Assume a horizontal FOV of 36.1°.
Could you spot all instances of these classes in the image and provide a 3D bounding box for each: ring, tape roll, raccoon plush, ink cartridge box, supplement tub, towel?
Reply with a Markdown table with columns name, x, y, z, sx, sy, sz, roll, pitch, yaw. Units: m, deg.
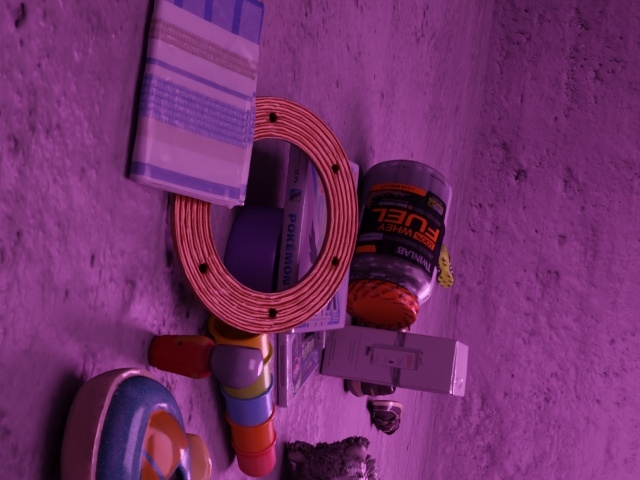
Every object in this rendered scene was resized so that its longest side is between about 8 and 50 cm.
| name | x | y | z | sx | sy | sz | roll | pitch | yaw |
| --- | --- | --- | --- | --- | --- | --- | --- | --- | --- |
| ring | -0.075 | -0.035 | 1.395 | 0.337 | 0.032 | 0.336 | -3 | 95 | -43 |
| tape roll | -0.082 | 0.040 | 1.563 | 0.189 | 0.080 | 0.189 | 5 | 90 | -73 |
| raccoon plush | 0.021 | 0.475 | 2.040 | 0.446 | 0.216 | 0.299 | -127 | -158 | -71 |
| ink cartridge box | 0.167 | 0.258 | 2.125 | 0.207 | 0.283 | 0.117 | 32 | 65 | -72 |
| supplement tub | 0.162 | 0.009 | 2.154 | 0.207 | 0.207 | 0.338 | 70 | 30 | -57 |
| towel | -0.153 | -0.193 | 1.249 | 0.209 | 0.034 | 0.285 | 11 | 83 | -55 |

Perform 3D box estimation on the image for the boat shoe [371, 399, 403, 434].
| name | x | y | z | sx | sy | sz | roll | pitch | yaw |
| --- | --- | --- | --- | --- | --- | --- | --- | --- | --- |
| boat shoe | 0.179 | 0.471 | 2.606 | 0.223 | 0.080 | 0.073 | 64 | 30 | -69 |

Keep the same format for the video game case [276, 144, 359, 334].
| name | x | y | z | sx | sy | sz | roll | pitch | yaw |
| --- | --- | --- | --- | --- | --- | --- | --- | --- | --- |
| video game case | 0.000 | 0.000 | 1.619 | 0.329 | 0.036 | 0.299 | 12 | 83 | -74 |

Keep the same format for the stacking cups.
| name | x | y | z | sx | sy | sz | roll | pitch | yaw |
| --- | --- | --- | --- | --- | --- | --- | --- | --- | --- |
| stacking cups | -0.114 | 0.238 | 1.536 | 0.096 | 0.096 | 0.316 | -65 | 159 | -48 |

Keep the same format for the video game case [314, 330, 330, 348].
| name | x | y | z | sx | sy | sz | roll | pitch | yaw |
| --- | --- | --- | --- | --- | --- | --- | --- | --- | --- |
| video game case | 0.012 | 0.085 | 1.932 | 0.212 | 0.023 | 0.193 | -63 | 154 | -73 |

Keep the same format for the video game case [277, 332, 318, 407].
| name | x | y | z | sx | sy | sz | roll | pitch | yaw |
| --- | --- | --- | --- | --- | --- | --- | --- | --- | --- |
| video game case | -0.040 | 0.198 | 1.866 | 0.190 | 0.022 | 0.173 | -46 | 140 | -65 |

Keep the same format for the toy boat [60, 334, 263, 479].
| name | x | y | z | sx | sy | sz | roll | pitch | yaw |
| --- | --- | --- | --- | --- | --- | --- | --- | --- | --- |
| toy boat | -0.182 | 0.224 | 1.171 | 0.318 | 0.148 | 0.267 | -64 | 154 | -49 |

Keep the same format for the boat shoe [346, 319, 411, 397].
| name | x | y | z | sx | sy | sz | roll | pitch | yaw |
| --- | --- | --- | --- | --- | --- | --- | --- | --- | --- |
| boat shoe | 0.150 | 0.196 | 2.315 | 0.132 | 0.130 | 0.355 | 14 | 82 | -74 |

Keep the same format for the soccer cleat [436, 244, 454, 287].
| name | x | y | z | sx | sy | sz | roll | pitch | yaw |
| --- | --- | --- | --- | --- | --- | --- | --- | --- | --- |
| soccer cleat | 0.422 | 0.089 | 3.325 | 0.179 | 0.060 | 0.072 | 74 | 25 | -45 |

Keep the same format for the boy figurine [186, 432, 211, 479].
| name | x | y | z | sx | sy | sz | roll | pitch | yaw |
| --- | --- | --- | --- | --- | --- | --- | --- | --- | --- |
| boy figurine | -0.192 | 0.394 | 1.304 | 0.177 | 0.092 | 0.285 | -41 | 134 | -66 |
